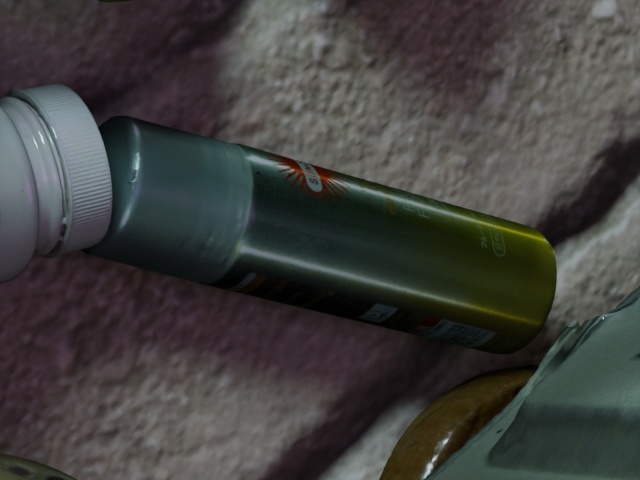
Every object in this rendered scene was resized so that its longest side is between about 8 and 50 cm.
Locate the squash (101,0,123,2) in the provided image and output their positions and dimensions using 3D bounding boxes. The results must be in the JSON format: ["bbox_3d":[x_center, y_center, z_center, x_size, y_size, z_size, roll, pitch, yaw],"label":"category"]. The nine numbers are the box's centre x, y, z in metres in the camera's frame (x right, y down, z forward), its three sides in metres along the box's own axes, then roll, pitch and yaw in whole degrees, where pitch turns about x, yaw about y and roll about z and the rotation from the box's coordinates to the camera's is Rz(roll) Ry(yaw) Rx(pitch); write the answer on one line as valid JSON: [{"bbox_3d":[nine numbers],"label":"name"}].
[{"bbox_3d":[-0.120,-0.244,0.972,0.252,0.049,0.252,-10,90,-73],"label":"squash"}]

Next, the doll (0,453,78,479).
[{"bbox_3d":[-0.221,0.183,0.935,0.330,0.235,0.174,16,125,-22],"label":"doll"}]

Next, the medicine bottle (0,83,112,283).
[{"bbox_3d":[-0.207,-0.019,0.981,0.187,0.103,0.103,-16,98,-29],"label":"medicine bottle"}]

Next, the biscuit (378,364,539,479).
[{"bbox_3d":[0.179,0.212,1.234,0.367,0.063,0.314,28,72,-29],"label":"biscuit"}]

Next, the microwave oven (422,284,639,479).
[{"bbox_3d":[0.322,0.144,1.154,0.432,0.236,0.374,-37,108,-29],"label":"microwave oven"}]

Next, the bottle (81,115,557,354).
[{"bbox_3d":[0.000,0.000,1.116,0.286,0.082,0.082,14,83,-30],"label":"bottle"}]
